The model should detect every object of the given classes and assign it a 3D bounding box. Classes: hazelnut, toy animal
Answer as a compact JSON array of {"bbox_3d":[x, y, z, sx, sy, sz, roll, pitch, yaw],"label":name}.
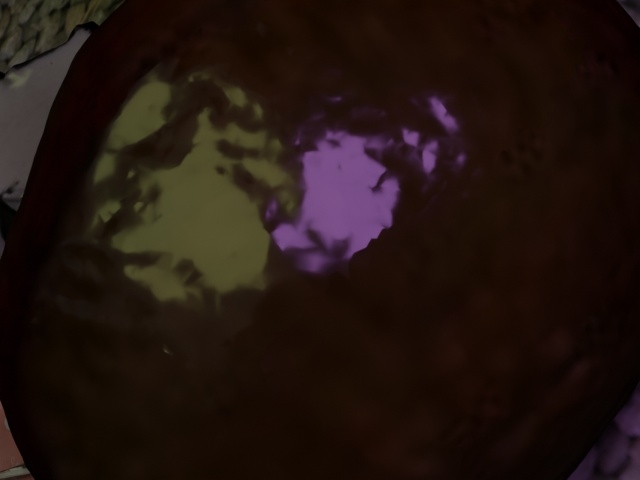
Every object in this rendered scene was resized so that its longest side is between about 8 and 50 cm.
[{"bbox_3d":[0.000,0.000,0.591,0.421,0.353,0.420,-35,46,47],"label":"hazelnut"},{"bbox_3d":[-0.199,-0.072,0.888,0.208,0.156,0.204,-27,57,11],"label":"toy animal"}]

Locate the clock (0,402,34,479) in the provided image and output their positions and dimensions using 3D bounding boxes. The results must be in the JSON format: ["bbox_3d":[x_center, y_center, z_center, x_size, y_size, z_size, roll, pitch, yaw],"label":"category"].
[{"bbox_3d":[-0.249,0.211,0.866,0.241,0.142,0.227,-19,66,23],"label":"clock"}]
